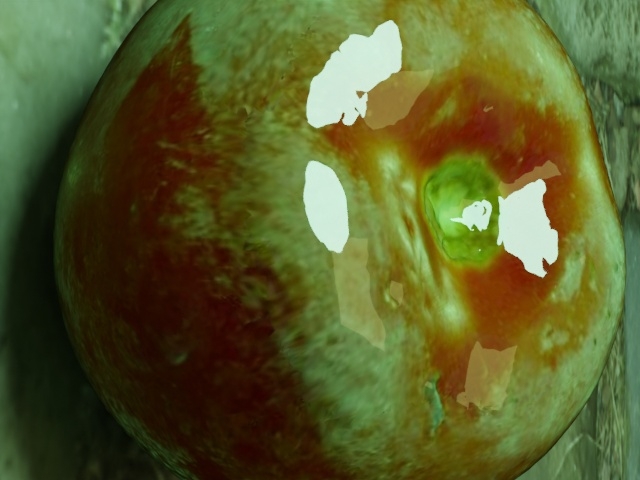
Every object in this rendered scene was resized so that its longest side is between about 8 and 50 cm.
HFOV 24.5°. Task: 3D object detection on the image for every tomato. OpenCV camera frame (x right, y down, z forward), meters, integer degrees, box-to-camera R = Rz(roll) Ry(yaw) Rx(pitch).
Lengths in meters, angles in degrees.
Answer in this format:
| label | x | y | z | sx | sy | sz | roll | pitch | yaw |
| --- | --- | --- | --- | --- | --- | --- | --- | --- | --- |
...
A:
| label | x | y | z | sx | sy | sz | roll | pitch | yaw |
| --- | --- | --- | --- | --- | --- | --- | --- | --- | --- |
| tomato | 0.000 | 0.000 | 0.679 | 0.270 | 0.223 | 0.270 | 7 | 79 | -37 |
